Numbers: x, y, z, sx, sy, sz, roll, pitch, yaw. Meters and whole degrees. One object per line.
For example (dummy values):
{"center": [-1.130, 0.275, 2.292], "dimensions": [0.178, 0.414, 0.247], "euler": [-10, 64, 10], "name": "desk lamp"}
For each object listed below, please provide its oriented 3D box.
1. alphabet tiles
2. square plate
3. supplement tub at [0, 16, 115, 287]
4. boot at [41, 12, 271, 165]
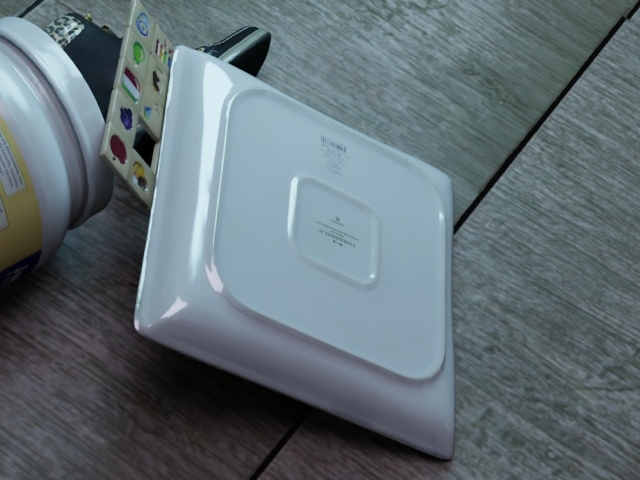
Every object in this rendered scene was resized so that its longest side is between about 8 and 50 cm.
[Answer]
{"center": [-0.134, -0.084, 1.557], "dimensions": [0.009, 0.237, 0.198], "euler": [-13, 49, 21], "name": "alphabet tiles"}
{"center": [0.000, 0.000, 1.543], "dimensions": [0.347, 0.049, 0.344], "euler": [25, 48, -26], "name": "square plate"}
{"center": [-0.374, -0.043, 1.433], "dimensions": [0.331, 0.241, 0.241], "euler": [-31, 66, -32], "name": "supplement tub"}
{"center": [-0.180, -0.192, 1.699], "dimensions": [0.178, 0.085, 0.236], "euler": [35, 52, 16], "name": "boot"}
